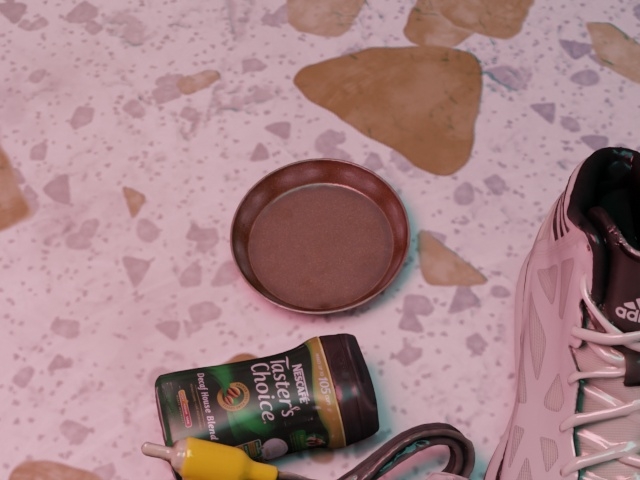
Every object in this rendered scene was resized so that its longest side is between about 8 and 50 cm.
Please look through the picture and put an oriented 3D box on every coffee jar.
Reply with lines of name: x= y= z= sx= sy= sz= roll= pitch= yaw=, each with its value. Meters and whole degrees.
coffee jar: x=-0.045 y=0.143 z=1.245 sx=0.184 sy=0.079 sz=0.096 roll=-14 pitch=55 yaw=-5

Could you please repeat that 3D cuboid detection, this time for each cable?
cable: x=-0.008 y=0.223 z=1.190 sx=0.287 sy=0.072 sz=0.139 roll=-2 pitch=94 yaw=-8

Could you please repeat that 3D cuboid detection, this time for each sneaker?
sneaker: x=0.216 y=0.125 z=1.137 sx=0.169 sy=0.257 sz=0.447 roll=2 pitch=60 yaw=4

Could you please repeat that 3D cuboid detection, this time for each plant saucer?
plant saucer: x=0.000 y=0.000 z=1.356 sx=0.168 sy=0.029 sz=0.168 roll=-1 pitch=59 yaw=2

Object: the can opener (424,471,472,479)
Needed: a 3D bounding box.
can opener: x=0.051 y=0.313 z=1.154 sx=0.076 sy=0.095 sz=0.283 roll=31 pitch=79 yaw=18
